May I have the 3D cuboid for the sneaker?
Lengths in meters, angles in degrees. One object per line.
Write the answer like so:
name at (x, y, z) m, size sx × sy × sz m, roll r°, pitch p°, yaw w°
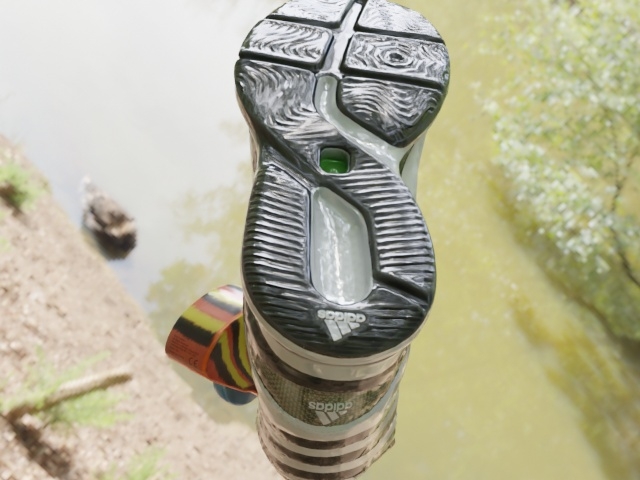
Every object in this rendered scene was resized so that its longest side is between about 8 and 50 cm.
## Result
sneaker at (-0.001, 0.000, 0.929) m, size 0.169 × 0.257 × 0.447 m, roll 8°, pitch 42°, yaw -1°

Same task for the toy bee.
toy bee at (-0.032, 0.101, 1.130) m, size 0.195 × 0.162 × 0.298 m, roll 26°, pitch -13°, yaw 15°
